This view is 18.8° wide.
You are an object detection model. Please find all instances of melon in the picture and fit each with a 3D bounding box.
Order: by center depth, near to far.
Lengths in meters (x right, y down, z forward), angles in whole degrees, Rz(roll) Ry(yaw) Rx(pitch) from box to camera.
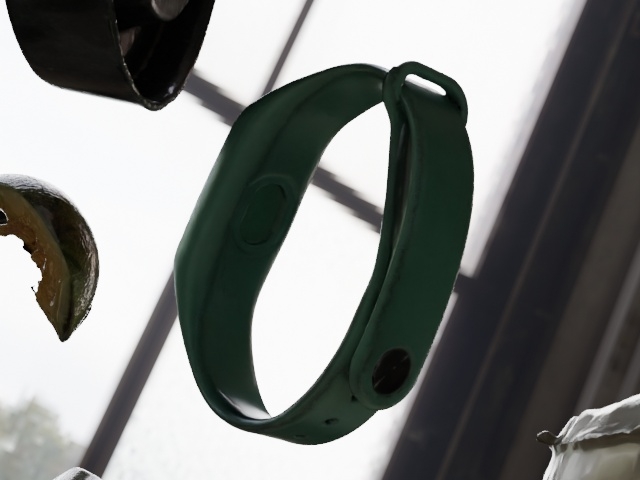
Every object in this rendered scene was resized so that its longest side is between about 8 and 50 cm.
[{"bbox_3d":[-0.227,-0.005,1.646,0.160,0.079,0.128,56,-29,2],"label":"melon"}]

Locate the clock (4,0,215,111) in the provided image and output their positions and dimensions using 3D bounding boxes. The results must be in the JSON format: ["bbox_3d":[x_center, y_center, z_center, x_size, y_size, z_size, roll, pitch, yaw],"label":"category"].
[{"bbox_3d":[-0.122,-0.280,1.285,0.076,0.386,0.386,8,-22,9],"label":"clock"}]

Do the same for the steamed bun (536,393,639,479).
[{"bbox_3d":[0.274,0.159,0.763,0.374,0.241,0.374,-9,-8,-1],"label":"steamed bun"}]

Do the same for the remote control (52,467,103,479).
[{"bbox_3d":[-0.202,0.268,1.567,0.128,0.065,0.335,56,7,-2],"label":"remote control"}]

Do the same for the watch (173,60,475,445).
[{"bbox_3d":[0.000,0.000,1.135,0.068,0.237,0.195,22,6,-40],"label":"watch"}]

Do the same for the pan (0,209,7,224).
[{"bbox_3d":[-0.258,-0.030,1.225,0.235,0.028,0.136,7,-38,49],"label":"pan"}]
